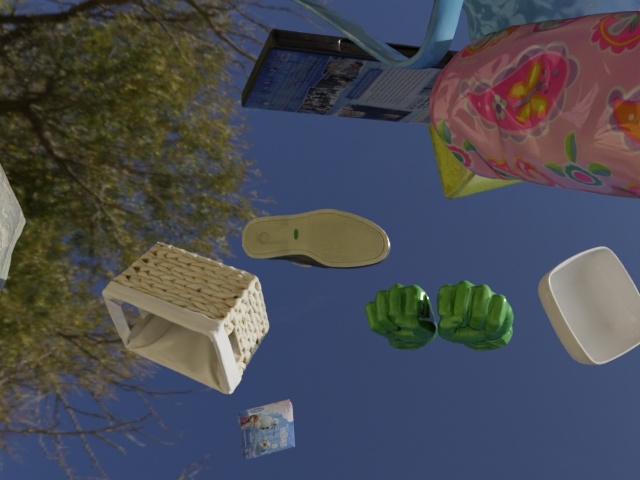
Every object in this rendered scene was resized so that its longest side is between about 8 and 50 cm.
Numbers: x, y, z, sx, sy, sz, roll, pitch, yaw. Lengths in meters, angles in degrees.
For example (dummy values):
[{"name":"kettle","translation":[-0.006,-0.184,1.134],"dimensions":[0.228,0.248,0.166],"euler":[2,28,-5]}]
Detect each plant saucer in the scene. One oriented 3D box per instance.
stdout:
[{"name":"plant saucer","translation":[0.257,-0.173,1.126],"dimensions":[0.045,0.188,0.189],"euler":[-11,-87,64]}]

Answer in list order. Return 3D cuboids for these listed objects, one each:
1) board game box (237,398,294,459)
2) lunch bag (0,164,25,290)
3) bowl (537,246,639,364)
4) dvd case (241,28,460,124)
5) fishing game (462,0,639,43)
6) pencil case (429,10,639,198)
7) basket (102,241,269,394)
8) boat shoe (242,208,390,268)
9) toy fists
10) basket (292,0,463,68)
[{"name":"board game box","translation":[-0.090,0.316,1.231],"dimensions":[0.020,0.090,0.090],"euler":[-132,-146,-58]},{"name":"lunch bag","translation":[-0.544,-0.038,1.032],"dimensions":[0.168,0.235,0.287],"euler":[-13,-148,-5]},{"name":"bowl","translation":[0.362,0.091,0.995],"dimensions":[0.142,0.141,0.053],"euler":[65,-29,9]},{"name":"dvd case","translation":[0.052,-0.171,0.805],"dimensions":[0.252,0.180,0.022],"euler":[3,-100,-15]},{"name":"fishing game","translation":[0.200,-0.224,0.643],"dimensions":[0.189,0.041,0.264],"euler":[29,-58,43]},{"name":"pencil case","translation":[0.195,-0.086,0.484],"dimensions":[0.284,0.124,0.124],"euler":[20,-94,62]},{"name":"basket","translation":[-0.154,0.087,0.876],"dimensions":[0.167,0.113,0.103],"euler":[18,-131,25]},{"name":"boat shoe","translation":[0.000,0.000,1.096],"dimensions":[0.233,0.079,0.084],"euler":[3,-98,28]},{"name":"toy fists","translation":[0.218,0.144,1.381],"dimensions":[0.279,0.142,0.096],"euler":[-3,-132,28]},{"name":"basket","translation":[0.035,-0.293,0.512],"dimensions":[0.254,0.201,0.289],"euler":[42,-55,37]}]
